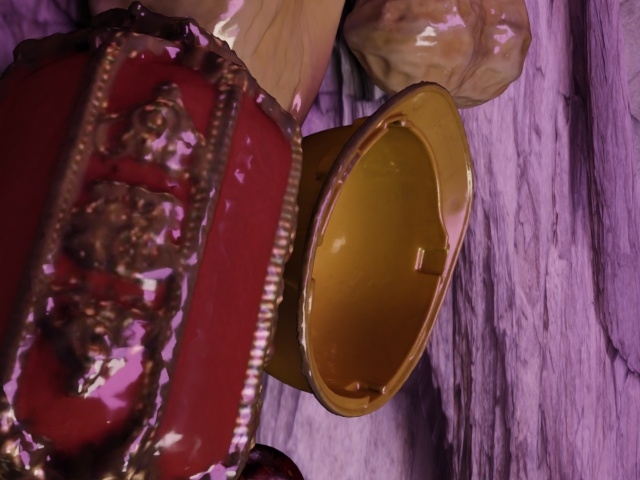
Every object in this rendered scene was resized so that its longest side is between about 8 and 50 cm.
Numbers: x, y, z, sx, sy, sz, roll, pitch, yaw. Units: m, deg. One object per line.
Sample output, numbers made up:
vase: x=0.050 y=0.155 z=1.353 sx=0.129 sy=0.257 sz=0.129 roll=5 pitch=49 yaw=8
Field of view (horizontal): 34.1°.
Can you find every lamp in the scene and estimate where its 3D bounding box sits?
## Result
lamp: x=-0.105 y=0.021 z=0.524 sx=0.177 sy=0.177 sz=0.273 roll=47 pitch=46 yaw=-55

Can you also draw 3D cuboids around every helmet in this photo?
helmet: x=0.000 y=0.000 z=0.766 sx=0.257 sy=0.140 sz=0.205 roll=-60 pitch=143 yaw=-34

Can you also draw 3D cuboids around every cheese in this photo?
cheese: x=-0.058 y=-0.168 z=0.698 sx=0.214 sy=0.117 sz=0.225 roll=32 pitch=65 yaw=-65

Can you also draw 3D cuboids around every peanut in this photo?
peanut: x=0.125 y=-0.206 z=1.042 sx=0.313 sy=0.152 sz=0.152 roll=-6 pitch=94 yaw=-63

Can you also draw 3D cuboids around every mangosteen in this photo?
mangosteen: x=-0.050 y=0.182 z=0.737 sx=0.081 sy=0.081 sz=0.080 roll=-1 pitch=90 yaw=-65
